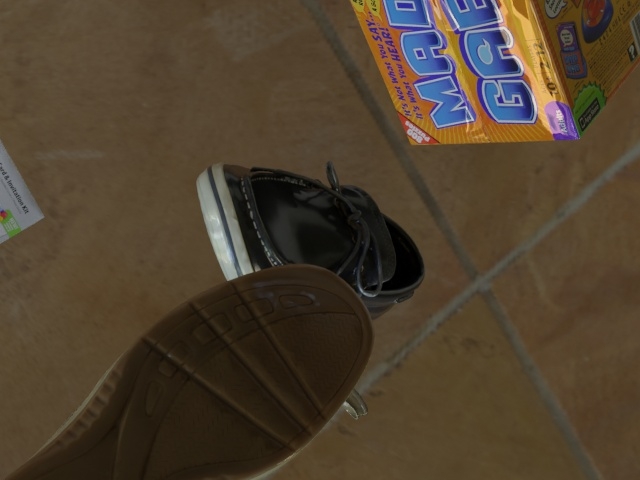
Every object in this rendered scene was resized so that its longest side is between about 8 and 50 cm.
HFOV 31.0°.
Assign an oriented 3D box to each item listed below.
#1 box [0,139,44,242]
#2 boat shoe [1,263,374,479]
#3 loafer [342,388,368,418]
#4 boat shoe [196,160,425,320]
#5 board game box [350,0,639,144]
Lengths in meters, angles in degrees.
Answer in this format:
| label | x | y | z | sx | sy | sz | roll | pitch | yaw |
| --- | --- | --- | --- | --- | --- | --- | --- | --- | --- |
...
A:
| label | x | y | z | sx | sy | sz | roll | pitch | yaw |
| --- | --- | --- | --- | --- | --- | --- | --- | --- | --- |
| box | -0.508 | -0.048 | 1.633 | 0.186 | 0.038 | 0.145 | -33 | 113 | -20 |
| boat shoe | -0.110 | 0.136 | 0.751 | 0.341 | 0.110 | 0.121 | -36 | 85 | -24 |
| loafer | 0.005 | 0.217 | 1.698 | 0.148 | 0.056 | 0.050 | 40 | 75 | 0 |
| boat shoe | 0.000 | 0.000 | 1.408 | 0.500 | 0.156 | 0.186 | 28 | 42 | -64 |
| board game box | 0.323 | -0.414 | 2.014 | 0.356 | 0.356 | 0.356 | -47 | 124 | -35 |
